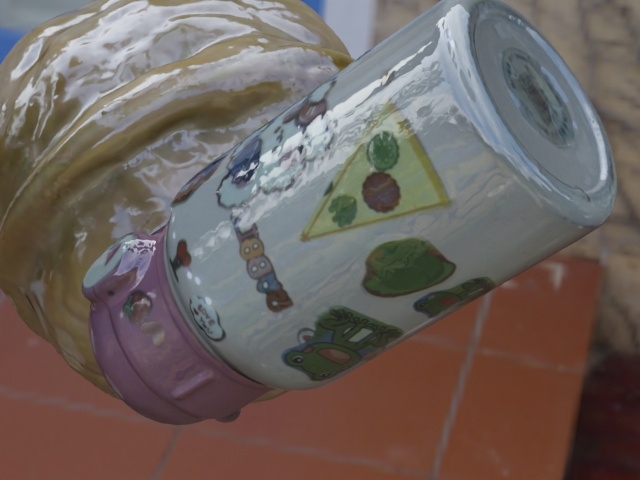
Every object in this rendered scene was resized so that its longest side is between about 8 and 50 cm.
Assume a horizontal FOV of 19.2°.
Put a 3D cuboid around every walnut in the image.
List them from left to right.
[{"bbox_3d":[-0.084,-0.029,1.214,0.285,0.285,0.296,-14,57,-32],"label":"walnut"}]

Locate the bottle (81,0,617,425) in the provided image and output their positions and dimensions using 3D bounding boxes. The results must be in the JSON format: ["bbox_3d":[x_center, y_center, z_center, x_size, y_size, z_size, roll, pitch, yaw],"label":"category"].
[{"bbox_3d":[0.000,0.000,0.847,0.253,0.120,0.120,-32,12,28],"label":"bottle"}]
